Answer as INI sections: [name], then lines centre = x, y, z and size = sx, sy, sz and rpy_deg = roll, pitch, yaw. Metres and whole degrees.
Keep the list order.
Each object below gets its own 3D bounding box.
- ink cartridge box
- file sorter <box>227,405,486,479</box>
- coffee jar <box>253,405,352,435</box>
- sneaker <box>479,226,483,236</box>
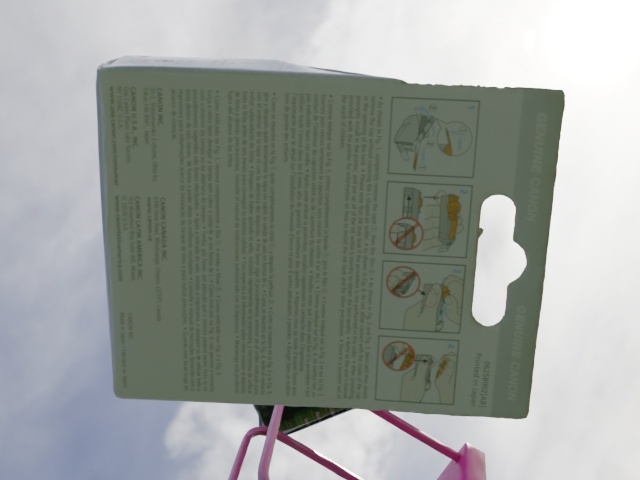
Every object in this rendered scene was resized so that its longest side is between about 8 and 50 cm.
[ink cartridge box]
centre = 0.000, 0.000, 0.510
size = 0.232, 0.066, 0.189
rpy_deg = 1, -71, -2
[file sorter]
centre = -0.027, 0.274, 0.716
size = 0.182, 0.202, 0.291
rpy_deg = 31, -70, -4
[coffee jar]
centre = 0.026, 0.108, 0.844
size = 0.184, 0.096, 0.079
rpy_deg = -15, -33, 1
[sneaker]
centre = 0.100, -0.070, 1.104
size = 0.121, 0.099, 0.262
rpy_deg = -36, -55, 1
